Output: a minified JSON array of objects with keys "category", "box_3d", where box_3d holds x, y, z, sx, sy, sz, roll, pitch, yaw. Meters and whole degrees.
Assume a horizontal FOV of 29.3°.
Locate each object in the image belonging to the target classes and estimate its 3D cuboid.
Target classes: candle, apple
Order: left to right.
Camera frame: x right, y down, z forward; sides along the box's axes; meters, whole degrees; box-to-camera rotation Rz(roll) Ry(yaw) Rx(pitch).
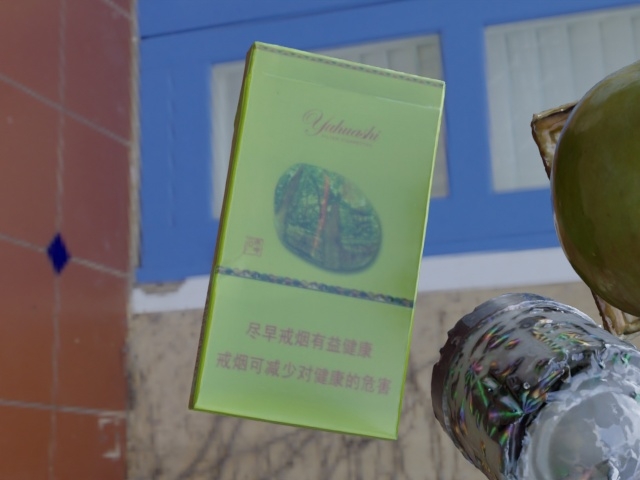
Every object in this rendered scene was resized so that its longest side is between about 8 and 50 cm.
[{"category":"candle","box_3d":[0.223,0.167,1.103,0.330,0.187,0.187,-137,-145,-73]},{"category":"apple","box_3d":[0.296,-0.054,0.909,0.194,0.261,0.261,64,21,-9]}]

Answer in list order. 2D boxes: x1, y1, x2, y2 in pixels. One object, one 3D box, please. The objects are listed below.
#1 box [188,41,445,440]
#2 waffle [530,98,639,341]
[{"category":"box","box_3d":[0.000,0.000,1.100,0.047,0.187,0.335,143,-43,-76]},{"category":"waffle","box_3d":[0.407,-0.050,1.529,0.091,0.213,0.308,-23,91,-82]}]
